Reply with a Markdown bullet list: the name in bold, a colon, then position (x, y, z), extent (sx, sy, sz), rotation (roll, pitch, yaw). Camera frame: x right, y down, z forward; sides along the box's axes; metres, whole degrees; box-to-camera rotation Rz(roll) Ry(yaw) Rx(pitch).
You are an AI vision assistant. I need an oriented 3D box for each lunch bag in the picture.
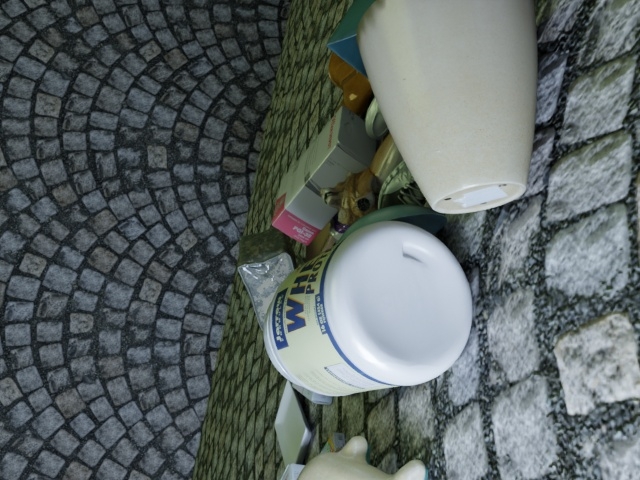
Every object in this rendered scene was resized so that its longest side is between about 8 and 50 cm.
- **lunch bag**: position (-0.124, 0.134, 1.793), extent (0.235, 0.168, 0.287), rotation (-105, -1, -68)

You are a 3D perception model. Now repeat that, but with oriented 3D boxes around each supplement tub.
- **supplement tub**: position (0.056, 0.123, 0.989), extent (0.325, 0.235, 0.236), rotation (-34, 44, 59)

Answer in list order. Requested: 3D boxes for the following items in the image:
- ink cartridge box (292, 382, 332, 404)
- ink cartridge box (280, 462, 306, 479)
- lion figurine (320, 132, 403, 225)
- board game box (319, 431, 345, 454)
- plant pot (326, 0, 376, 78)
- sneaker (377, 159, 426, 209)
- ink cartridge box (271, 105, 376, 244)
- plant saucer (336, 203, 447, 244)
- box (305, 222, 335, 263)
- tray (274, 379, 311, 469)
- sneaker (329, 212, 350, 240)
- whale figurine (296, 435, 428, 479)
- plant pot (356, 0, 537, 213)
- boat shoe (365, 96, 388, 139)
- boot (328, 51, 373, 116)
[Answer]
- **ink cartridge box**: position (0.000, 0.256, 1.481), extent (0.189, 0.066, 0.233), rotation (171, 108, -74)
- **ink cartridge box**: position (-0.046, 0.584, 1.310), extent (0.175, 0.072, 0.128), rotation (-98, 26, -55)
- **lion figurine**: position (0.148, -0.169, 1.230), extent (0.392, 0.142, 0.240), rotation (-53, 13, 23)
- **board game box**: position (0.025, 0.478, 1.237), extent (0.154, 0.026, 0.104), rotation (-96, 25, -52)
- **plant pot**: position (0.161, -0.471, 1.298), extent (0.165, 0.165, 0.234), rotation (14, 76, 62)
- **sneaker**: position (0.169, -0.098, 1.056), extent (0.229, 0.086, 0.132), rotation (-61, 10, 23)
- **ink cartridge box**: position (0.010, -0.159, 1.528), extent (0.283, 0.117, 0.207), rotation (-47, 20, 33)
- **plant saucer**: position (0.114, -0.023, 1.043), extent (0.195, 0.194, 0.038), rotation (135, 124, -63)
- **box**: position (0.000, 0.000, 1.772), extent (0.165, 0.021, 0.201), rotation (-92, 21, -45)
- **tray**: position (-0.069, 0.474, 1.577), extent (0.270, 0.030, 0.145), rotation (-132, 58, -72)
- **sneaker**: position (0.060, -0.058, 1.564), extent (0.071, 0.068, 0.170), rotation (-47, 29, 20)
- **whale figurine**: position (0.075, 0.421, 0.973), extent (0.272, 0.141, 0.217), rotation (-29, 44, 36)
- **plant pot**: position (0.197, -0.187, 0.870), extent (0.256, 0.256, 0.274), rotation (138, 127, -64)
- **boat shoe**: position (0.159, -0.312, 1.412), extent (0.184, 0.066, 0.063), rotation (-60, 19, 19)
- **boot**: position (0.109, -0.472, 1.686), extent (0.211, 0.104, 0.295), rotation (134, 143, -52)
